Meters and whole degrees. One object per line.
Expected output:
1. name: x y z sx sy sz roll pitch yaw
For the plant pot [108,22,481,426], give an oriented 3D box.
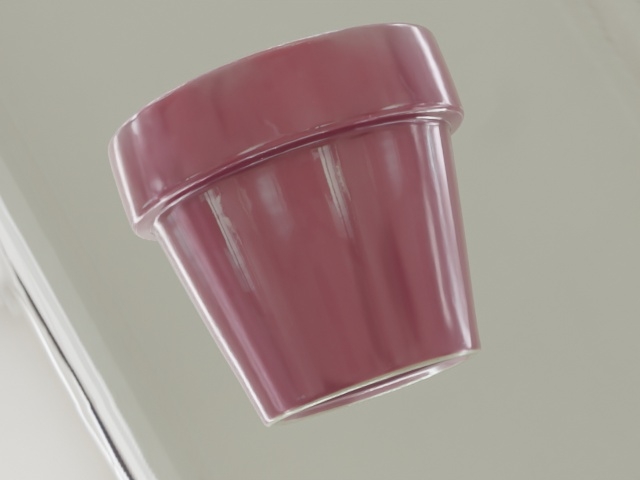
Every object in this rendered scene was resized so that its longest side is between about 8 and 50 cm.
1. plant pot: 0.000 0.000 0.959 0.201 0.201 0.180 -17 -99 -9
